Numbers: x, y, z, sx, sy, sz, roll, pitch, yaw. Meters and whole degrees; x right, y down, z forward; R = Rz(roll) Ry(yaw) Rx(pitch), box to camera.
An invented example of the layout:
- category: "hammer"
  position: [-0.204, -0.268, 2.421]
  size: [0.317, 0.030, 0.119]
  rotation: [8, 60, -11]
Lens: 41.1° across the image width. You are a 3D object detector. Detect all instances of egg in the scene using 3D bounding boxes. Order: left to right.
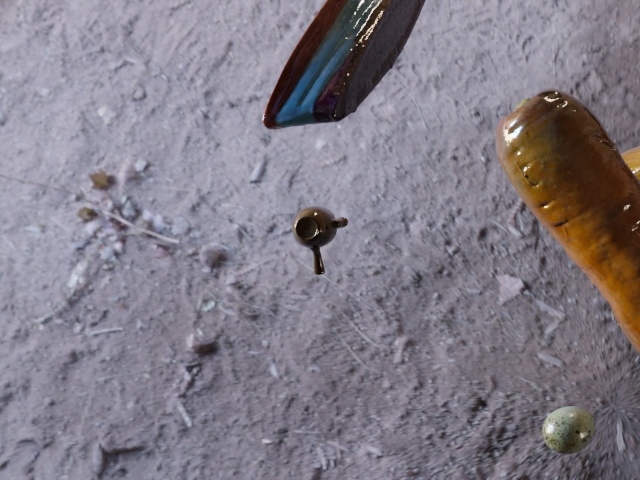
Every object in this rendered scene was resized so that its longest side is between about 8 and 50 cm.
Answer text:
- category: "egg"
  position: [0.470, 0.356, 1.610]
  size: [0.110, 0.085, 0.085]
  rotation: [-30, 67, -29]

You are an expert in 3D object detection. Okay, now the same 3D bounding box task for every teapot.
- category: "teapot"
  position: [0.000, 0.000, 1.350]
  size: [0.085, 0.080, 0.110]
  rotation: [-4, 93, 16]

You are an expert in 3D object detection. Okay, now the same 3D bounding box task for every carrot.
- category: "carrot"
  position: [0.141, 0.018, 0.368]
  size: [0.047, 0.047, 0.191]
  rotation: [-36, 89, 9]

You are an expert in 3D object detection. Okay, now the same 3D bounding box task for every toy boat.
- category: "toy boat"
  position: [0.046, -0.240, 1.028]
  size: [0.079, 0.136, 0.392]
  rotation: [7, 41, 23]

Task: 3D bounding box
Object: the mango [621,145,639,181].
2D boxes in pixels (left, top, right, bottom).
- category: "mango"
  position: [0.401, -0.049, 0.968]
  size: [0.262, 0.157, 0.109]
  rotation: [-24, 35, 45]
